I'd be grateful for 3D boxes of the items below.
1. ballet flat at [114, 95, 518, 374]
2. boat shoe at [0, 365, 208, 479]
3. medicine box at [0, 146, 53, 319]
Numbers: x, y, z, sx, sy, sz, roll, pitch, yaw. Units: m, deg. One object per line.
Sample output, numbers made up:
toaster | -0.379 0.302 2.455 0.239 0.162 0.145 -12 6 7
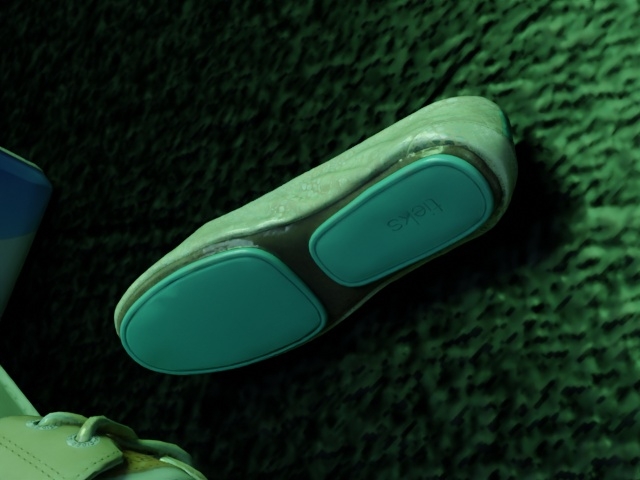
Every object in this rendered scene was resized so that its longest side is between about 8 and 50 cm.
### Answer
ballet flat | 0.000 0.000 0.557 0.168 0.057 0.052 -25 27 28
boat shoe | -0.080 0.112 0.530 0.103 0.113 0.302 -48 56 12
medicine box | -0.297 0.046 0.644 0.149 0.263 0.289 15 80 45
